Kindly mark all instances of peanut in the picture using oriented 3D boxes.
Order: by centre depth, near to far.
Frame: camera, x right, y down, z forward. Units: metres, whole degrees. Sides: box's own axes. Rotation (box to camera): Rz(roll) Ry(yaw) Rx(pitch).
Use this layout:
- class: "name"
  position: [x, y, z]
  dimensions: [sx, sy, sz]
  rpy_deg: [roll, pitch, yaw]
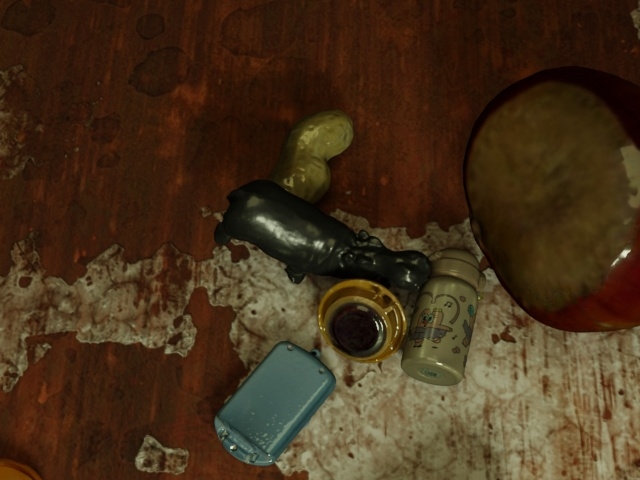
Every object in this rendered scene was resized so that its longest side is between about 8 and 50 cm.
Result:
- class: "peanut"
  position: [-0.023, -0.135, 1.769]
  dimensions: [0.103, 0.098, 0.229]
  rpy_deg: [35, 66, -21]

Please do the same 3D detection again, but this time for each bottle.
- class: "bottle"
  position: [0.198, 0.114, 1.605]
  dimensions: [0.110, 0.097, 0.209]
  rpy_deg: [25, 64, -16]

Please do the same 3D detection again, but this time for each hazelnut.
- class: "hazelnut"
  position: [0.393, -0.056, 1.548]
  dimensions: [0.359, 0.359, 0.409]
  rpy_deg: [-20, 57, -3]

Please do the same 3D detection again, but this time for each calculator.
- class: "calculator"
  position: [-0.068, 0.247, 1.600]
  dimensions: [0.121, 0.039, 0.210]
  rpy_deg: [34, 70, 20]

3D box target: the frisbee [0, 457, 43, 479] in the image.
- class: "frisbee"
  position: [-0.494, 0.424, 1.565]
  dimensions: [0.192, 0.035, 0.192]
  rpy_deg: [-3, 63, 6]

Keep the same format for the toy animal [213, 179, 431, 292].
- class: "toy animal"
  position: [0.003, 0.009, 1.652]
  dimensions: [0.343, 0.168, 0.106]
  rpy_deg: [22, 64, 3]

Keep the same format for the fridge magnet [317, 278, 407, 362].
- class: "fridge magnet"
  position: [0.062, 0.127, 1.600]
  dimensions: [0.143, 0.143, 0.063]
  rpy_deg: [11, 23, 13]
